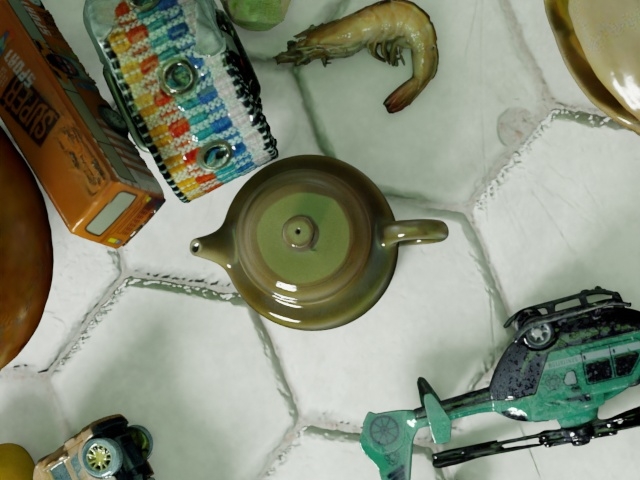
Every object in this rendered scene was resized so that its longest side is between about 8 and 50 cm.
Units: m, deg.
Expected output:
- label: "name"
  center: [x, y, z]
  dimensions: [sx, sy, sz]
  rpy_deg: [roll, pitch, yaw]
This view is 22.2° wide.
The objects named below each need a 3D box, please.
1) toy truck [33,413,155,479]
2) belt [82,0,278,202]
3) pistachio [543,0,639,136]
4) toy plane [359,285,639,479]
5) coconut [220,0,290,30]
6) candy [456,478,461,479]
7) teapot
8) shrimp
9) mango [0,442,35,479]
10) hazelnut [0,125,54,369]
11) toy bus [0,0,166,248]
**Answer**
- label: "toy truck"
  center: [-0.212, 0.324, 1.722]
  dimensions: [0.140, 0.108, 0.257]
  rpy_deg: [-30, 84, 16]
- label: "belt"
  center: [-0.151, -0.177, 1.719]
  dimensions: [0.150, 0.207, 0.257]
  rpy_deg: [-26, 88, 1]
- label: "pistachio"
  center: [0.345, -0.222, 1.694]
  dimensions: [0.197, 0.166, 0.288]
  rpy_deg: [-21, 77, -20]
- label: "toy plane"
  center: [0.222, 0.153, 1.698]
  dimensions: [0.381, 0.106, 0.155]
  rpy_deg: [-15, 94, -1]
- label: "coconut"
  center: [-0.072, -0.270, 1.785]
  dimensions: [0.081, 0.083, 0.082]
  rpy_deg: [8, 44, 6]
- label: "candy"
  center: [0.105, 0.279, 1.732]
  dimensions: [0.123, 0.035, 0.035]
  rpy_deg: [-12, 72, 14]
- label: "teapot"
  center: [0.000, 0.000, 1.699]
  dimensions: [0.267, 0.175, 0.186]
  rpy_deg: [-6, 85, 6]
- label: "shrimp"
  center: [0.045, -0.192, 1.788]
  dimensions: [0.178, 0.034, 0.124]
  rpy_deg: [-20, 88, -1]
- label: "mango"
  center: [-0.346, 0.342, 1.731]
  dimensions: [0.138, 0.113, 0.253]
  rpy_deg: [7, 77, 11]
- label: "hazelnut"
  center: [-0.493, -0.003, 1.658]
  dimensions: [0.402, 0.402, 0.429]
  rpy_deg: [-35, 98, 2]
- label: "toy bus"
  center: [-0.295, -0.162, 1.720]
  dimensions: [0.093, 0.092, 0.409]
  rpy_deg: [-48, 57, 18]
